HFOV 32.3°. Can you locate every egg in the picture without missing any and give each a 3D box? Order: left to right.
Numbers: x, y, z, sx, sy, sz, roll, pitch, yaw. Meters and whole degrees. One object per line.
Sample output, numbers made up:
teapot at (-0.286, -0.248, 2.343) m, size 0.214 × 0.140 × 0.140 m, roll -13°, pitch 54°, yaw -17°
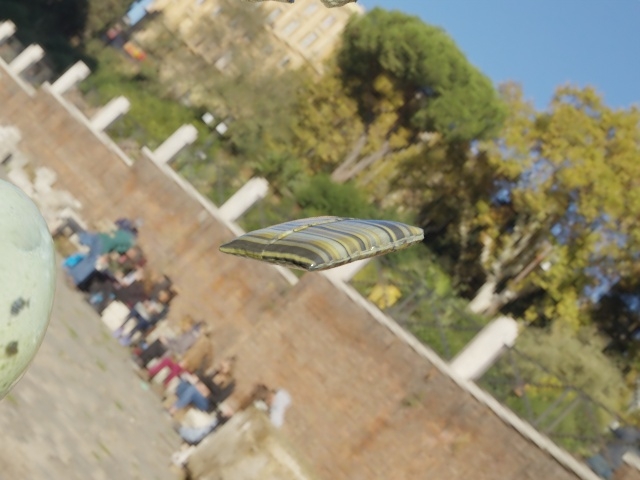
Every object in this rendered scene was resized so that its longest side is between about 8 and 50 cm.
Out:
egg at (-0.587, 0.088, 1.698) m, size 0.345 × 0.428 × 0.345 m, roll 16°, pitch -26°, yaw 8°

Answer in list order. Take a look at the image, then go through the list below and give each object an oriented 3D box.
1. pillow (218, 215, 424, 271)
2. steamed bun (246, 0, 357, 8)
pillow at (0.000, 0.000, 1.525) m, size 0.208 × 0.212 × 0.052 m, roll 11°, pitch -68°, yaw 48°
steamed bun at (-0.030, -0.523, 1.629) m, size 0.346 × 0.237 × 0.394 m, roll 43°, pitch -41°, yaw -20°
